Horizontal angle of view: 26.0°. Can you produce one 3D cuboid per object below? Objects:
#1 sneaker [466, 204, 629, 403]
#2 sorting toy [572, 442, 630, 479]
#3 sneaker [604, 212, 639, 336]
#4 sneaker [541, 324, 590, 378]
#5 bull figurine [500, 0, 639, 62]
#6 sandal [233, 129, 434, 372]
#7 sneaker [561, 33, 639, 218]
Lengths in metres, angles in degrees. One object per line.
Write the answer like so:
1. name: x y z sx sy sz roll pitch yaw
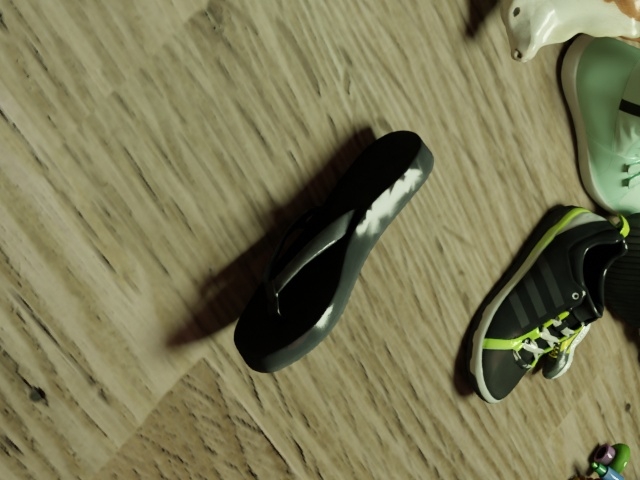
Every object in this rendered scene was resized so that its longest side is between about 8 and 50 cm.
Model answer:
1. sneaker: 0.235 0.067 1.414 0.084 0.097 0.234 34 83 -47
2. sorting toy: 0.327 0.275 1.643 0.042 0.061 0.102 37 72 -12
3. sneaker: 0.414 0.042 1.582 0.330 0.122 0.146 52 56 -46
4. sneaker: 0.261 0.111 1.515 0.035 0.031 0.083 38 76 -33
5. bull figurine: 0.302 -0.248 1.288 0.310 0.188 0.101 -47 176 -28
6. sandal: 0.000 0.000 1.164 0.054 0.097 0.254 49 62 -33
7. sneaker: 0.343 -0.091 1.408 0.094 0.151 0.256 -50 137 -18
